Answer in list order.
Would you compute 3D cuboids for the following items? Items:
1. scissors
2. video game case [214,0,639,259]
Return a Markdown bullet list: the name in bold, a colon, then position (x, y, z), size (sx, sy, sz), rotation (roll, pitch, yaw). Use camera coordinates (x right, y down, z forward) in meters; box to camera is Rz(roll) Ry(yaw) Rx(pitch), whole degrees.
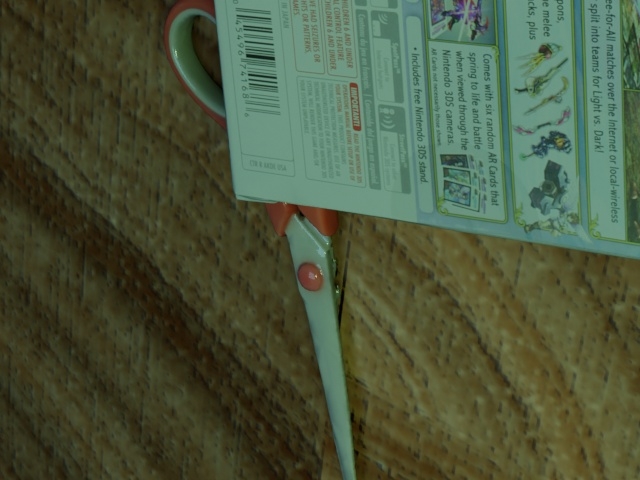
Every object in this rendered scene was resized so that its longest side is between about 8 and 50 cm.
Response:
- **scissors**: position (0.000, 0.000, 0.908), size (0.109, 0.021, 0.297), rotation (-13, 100, 42)
- **video game case**: position (0.065, -0.134, 0.750), size (0.244, 0.061, 0.269), rotation (11, 117, 33)
